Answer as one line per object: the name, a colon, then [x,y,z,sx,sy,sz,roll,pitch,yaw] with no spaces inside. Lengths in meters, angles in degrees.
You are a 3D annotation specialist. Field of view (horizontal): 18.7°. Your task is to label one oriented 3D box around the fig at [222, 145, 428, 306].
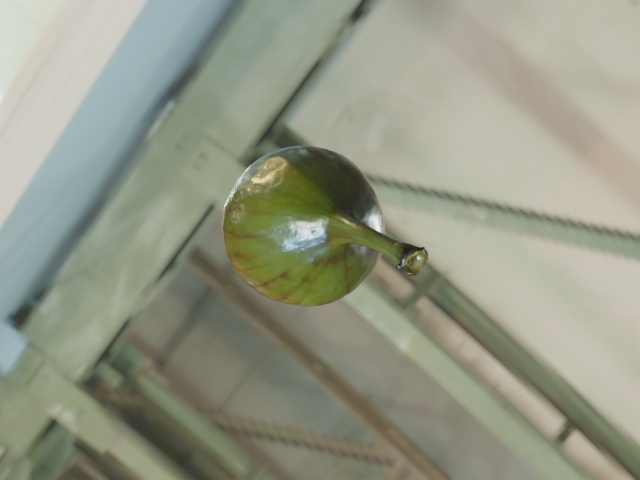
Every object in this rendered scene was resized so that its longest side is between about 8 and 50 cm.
fig: [0.000,0.000,1.707,0.151,0.151,0.259,26,-177,-17]
